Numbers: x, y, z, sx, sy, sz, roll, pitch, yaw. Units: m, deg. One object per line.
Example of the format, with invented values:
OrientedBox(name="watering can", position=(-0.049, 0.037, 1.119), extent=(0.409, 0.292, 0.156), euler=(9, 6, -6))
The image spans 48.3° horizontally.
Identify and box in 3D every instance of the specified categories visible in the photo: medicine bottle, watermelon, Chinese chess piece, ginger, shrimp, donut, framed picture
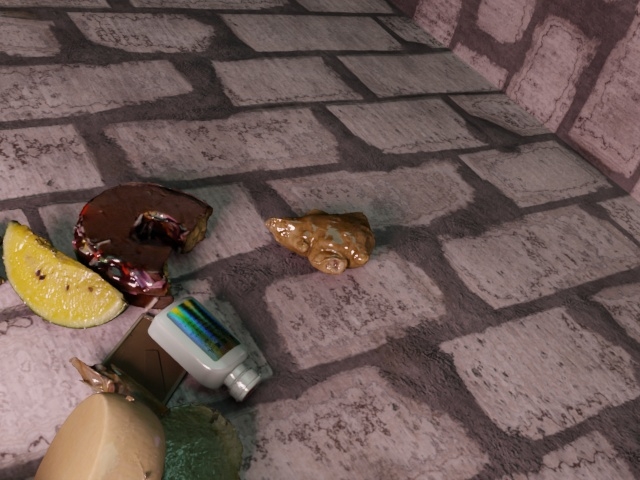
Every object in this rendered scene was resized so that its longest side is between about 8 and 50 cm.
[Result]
OrientedBox(name="medicine bottle", position=(-0.216, 0.215, 1.392), extent=(0.229, 0.083, 0.121), euler=(40, 31, 12))
OrientedBox(name="watermelon", position=(-0.507, 0.084, 1.409), extent=(0.301, 0.129, 0.123), euler=(31, 32, 11))
OrientedBox(name="Chinese chess piece", position=(-0.334, 0.356, 1.043), extent=(0.102, 0.273, 0.273), euler=(32, 31, -27))
OrientedBox(name="ginger", position=(0.000, 0.000, 1.738), extent=(0.270, 0.123, 0.219), euler=(-1, 38, -10))
OrientedBox(name="shrimp", position=(-0.342, 0.323, 1.231), extent=(0.317, 0.077, 0.168), euler=(39, 42, 15))
OrientedBox(name="donut", position=(-0.400, 0.002, 1.551), extent=(0.259, 0.136, 0.345), euler=(17, 36, -2))
OrientedBox(name="framed picture", position=(-0.332, 0.235, 1.391), extent=(0.150, 0.015, 0.203), euler=(23, 37, 4))

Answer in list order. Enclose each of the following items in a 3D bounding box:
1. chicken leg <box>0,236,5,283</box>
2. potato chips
OrientedBox(name="chicken leg", position=(-0.683, 0.047, 1.429), extent=(0.103, 0.088, 0.228), euler=(7, 32, 1))
OrientedBox(name="potato chips", position=(-0.190, 0.381, 1.190), extent=(0.167, 0.059, 0.228), euler=(-10, 71, -39))
